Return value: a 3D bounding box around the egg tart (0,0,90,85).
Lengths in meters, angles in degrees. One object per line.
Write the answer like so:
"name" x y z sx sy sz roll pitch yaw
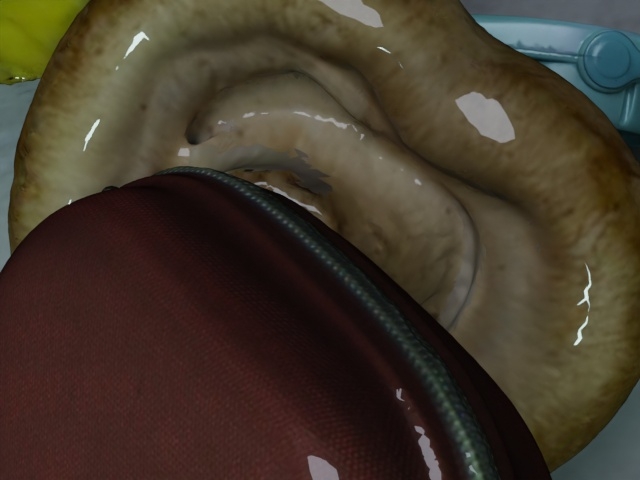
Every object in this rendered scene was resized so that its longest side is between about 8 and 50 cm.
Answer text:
"egg tart" -0.107 -0.193 0.797 0.388 0.169 0.388 -21 23 9

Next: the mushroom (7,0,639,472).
"mushroom" 0.000 0.000 0.665 0.278 0.146 0.278 5 107 18

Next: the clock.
"clock" 0.121 -0.069 0.719 0.147 0.108 0.045 8 90 21

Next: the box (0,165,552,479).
"box" -0.071 0.179 0.544 0.263 0.108 0.404 42 116 45
